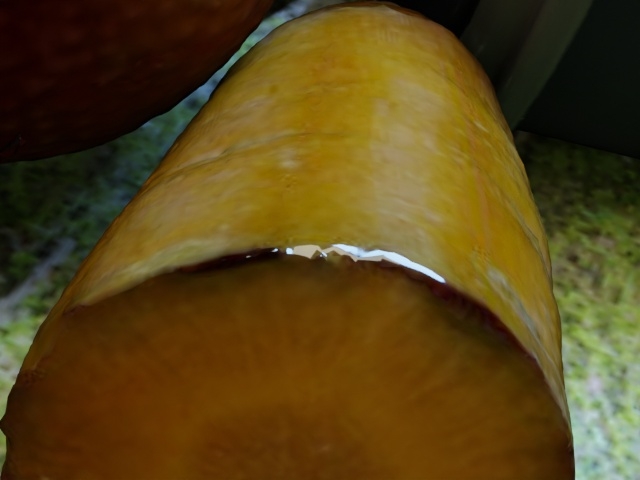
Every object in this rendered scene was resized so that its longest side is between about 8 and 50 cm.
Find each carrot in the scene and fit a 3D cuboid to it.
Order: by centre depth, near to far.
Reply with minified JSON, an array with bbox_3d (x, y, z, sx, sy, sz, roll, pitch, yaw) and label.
[{"bbox_3d":[0.000,0.000,0.585,0.159,0.159,0.225,10,41,-1],"label":"carrot"}]

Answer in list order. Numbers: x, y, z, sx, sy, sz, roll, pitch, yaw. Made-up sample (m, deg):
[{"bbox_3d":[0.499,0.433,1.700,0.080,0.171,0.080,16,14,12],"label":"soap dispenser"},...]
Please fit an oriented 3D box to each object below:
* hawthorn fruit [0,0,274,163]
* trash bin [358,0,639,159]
[{"bbox_3d":[-0.120,-0.184,0.591,0.295,0.295,0.311,12,64,1],"label":"hawthorn fruit"},{"bbox_3d":[0.159,-0.116,0.662,0.290,0.209,0.182,16,66,-2],"label":"trash bin"}]
